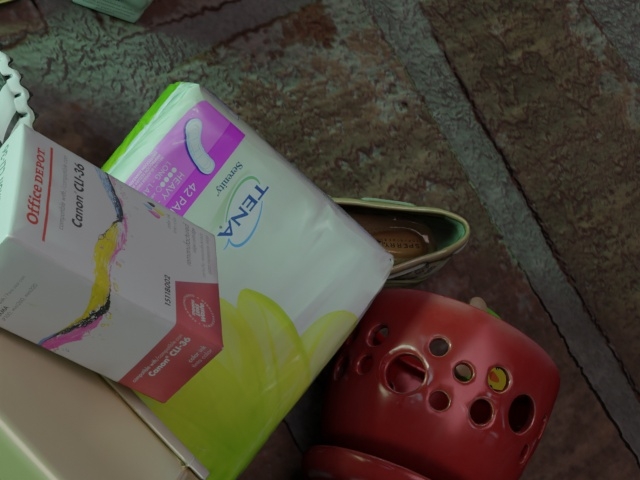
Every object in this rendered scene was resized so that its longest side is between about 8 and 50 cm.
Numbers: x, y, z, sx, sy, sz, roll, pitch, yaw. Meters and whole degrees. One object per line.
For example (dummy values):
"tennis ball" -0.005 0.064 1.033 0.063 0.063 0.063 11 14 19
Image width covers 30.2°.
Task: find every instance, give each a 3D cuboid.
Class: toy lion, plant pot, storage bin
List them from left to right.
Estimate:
"storage bin" -0.264 0.152 0.758 0.262 0.260 0.123 48 20 -7
"plant pot" 0.087 0.160 1.002 0.191 0.191 0.174 32 68 -17
"toy lion" 0.161 0.118 1.152 0.096 0.034 0.100 33 59 -25

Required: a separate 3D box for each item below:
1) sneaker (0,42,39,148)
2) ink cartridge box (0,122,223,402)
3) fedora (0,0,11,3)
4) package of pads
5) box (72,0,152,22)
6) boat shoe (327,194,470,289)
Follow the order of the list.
"sneaker" -0.274 -0.058 0.930 0.106 0.078 0.234 -12 81 -35
"ink cartridge box" -0.159 0.007 0.745 0.198 0.067 0.115 31 29 -30
"fedora" -0.306 -0.294 0.996 0.194 0.079 0.194 11 68 -28
"package of pads" -0.108 0.060 0.906 0.229 0.101 0.296 41 78 -20
"box" -0.169 -0.362 1.110 0.067 0.063 0.324 17 65 -23
"boat shoe" 0.000 0.000 1.062 0.285 0.089 0.105 -7 77 -31
